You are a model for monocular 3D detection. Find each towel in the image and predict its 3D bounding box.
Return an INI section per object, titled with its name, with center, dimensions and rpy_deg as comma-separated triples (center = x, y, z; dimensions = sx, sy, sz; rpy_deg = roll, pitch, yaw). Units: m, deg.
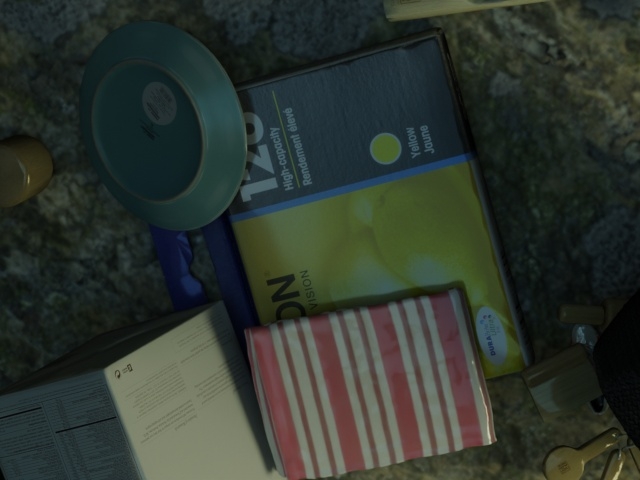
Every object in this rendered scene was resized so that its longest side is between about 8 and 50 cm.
[towel]
center = 0.043, 0.123, 1.565
dimensions = 0.197, 0.029, 0.144
rpy_deg = -11, 102, 8

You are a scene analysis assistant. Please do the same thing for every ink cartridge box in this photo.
[ink cartridge box]
center = 0.000, 0.000, 1.593
dimensions = 0.307, 0.072, 0.304
rpy_deg = -15, 98, 9

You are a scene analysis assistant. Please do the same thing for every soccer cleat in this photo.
[soccer cleat]
center = 0.237, 0.113, 1.590
dimensions = 0.029, 0.035, 0.083
rpy_deg = -10, 98, 11

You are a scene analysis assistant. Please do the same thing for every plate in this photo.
[plate]
center = -0.145, -0.096, 1.579
dimensions = 0.188, 0.024, 0.188
rpy_deg = 13, 113, 33

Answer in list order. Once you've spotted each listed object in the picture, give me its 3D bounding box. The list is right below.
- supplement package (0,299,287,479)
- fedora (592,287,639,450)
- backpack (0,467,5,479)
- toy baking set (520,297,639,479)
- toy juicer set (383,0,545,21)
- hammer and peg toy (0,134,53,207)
[supplement package]
center = -0.153, 0.187, 1.568
dimensions = 0.149, 0.194, 0.203
rpy_deg = -16, 97, 31
[fedora]
center = 0.336, 0.123, 1.458
dimensions = 0.334, 0.334, 0.152
rpy_deg = 48, 119, -1
[backpack]
center = -0.252, 0.209, 1.659
dimensions = 0.105, 0.084, 0.114
rpy_deg = -18, 100, 13
[toy baking set]
center = 0.296, 0.146, 1.576
dimensions = 0.256, 0.030, 0.197
rpy_deg = -1, 98, -9
[toy juicer set]
center = 0.066, -0.304, 1.495
dimensions = 0.209, 0.089, 0.329
rpy_deg = -27, 87, 21
[hammer and peg toy]
center = -0.433, -0.121, 1.607
dimensions = 0.266, 0.127, 0.361
rpy_deg = -44, 91, 13
